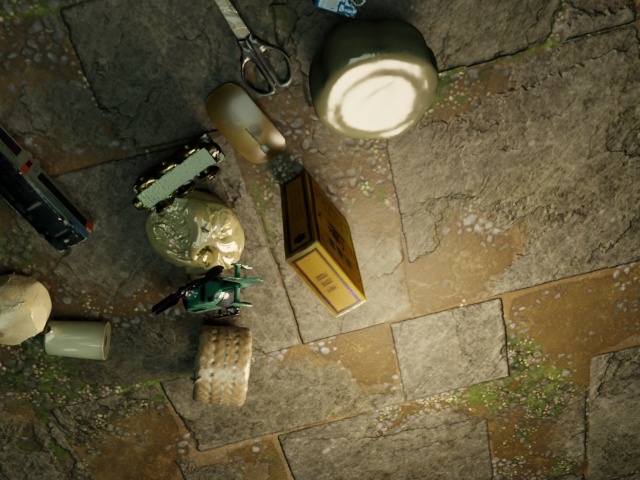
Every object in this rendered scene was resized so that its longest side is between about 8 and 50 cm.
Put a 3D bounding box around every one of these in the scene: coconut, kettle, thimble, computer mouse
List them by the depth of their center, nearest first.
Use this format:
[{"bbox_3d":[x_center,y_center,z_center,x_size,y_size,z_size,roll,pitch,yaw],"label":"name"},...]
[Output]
[{"bbox_3d":[-0.161,-0.249,1.336,0.102,0.045,0.199,-32,121,16],"label":"computer mouse"},{"bbox_3d":[-0.727,0.167,1.454,0.161,0.162,0.161,-3,124,-5],"label":"coconut"},{"bbox_3d":[-0.619,0.252,1.578,0.148,0.127,0.098,4,90,-7],"label":"kettle"},{"bbox_3d":[-0.260,0.326,1.609,0.148,0.196,0.229,8,151,-10],"label":"thimble"}]

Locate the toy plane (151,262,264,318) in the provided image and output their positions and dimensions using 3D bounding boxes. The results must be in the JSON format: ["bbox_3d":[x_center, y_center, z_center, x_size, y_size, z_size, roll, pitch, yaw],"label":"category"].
[{"bbox_3d":[-0.247,0.121,1.437,0.155,0.106,0.381,10,163,-39],"label":"toy plane"}]

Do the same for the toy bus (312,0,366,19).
[{"bbox_3d":[0.050,-0.526,1.159,0.106,0.090,0.185,12,121,-13],"label":"toy bus"}]

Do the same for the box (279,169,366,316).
[{"bbox_3d":[0.000,0.000,1.364,0.084,0.301,0.193,-32,121,15],"label":"box"}]

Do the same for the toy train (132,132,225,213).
[{"bbox_3d":[-0.306,-0.148,1.329,0.225,0.137,0.090,-33,114,9],"label":"toy train"}]

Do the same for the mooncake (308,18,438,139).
[{"bbox_3d":[0.105,-0.324,1.242,0.274,0.135,0.275,-6,148,-4],"label":"mooncake"}]

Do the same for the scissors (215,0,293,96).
[{"bbox_3d":[-0.160,-0.418,1.224,0.109,0.022,0.300,-29,128,10],"label":"scissors"}]

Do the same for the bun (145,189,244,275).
[{"bbox_3d":[-0.288,-0.008,1.430,0.237,0.116,0.210,18,119,-21],"label":"bun"}]

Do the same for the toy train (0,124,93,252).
[{"bbox_3d":[-0.654,-0.148,1.306,0.086,0.089,0.409,-24,122,17],"label":"toy train"}]
